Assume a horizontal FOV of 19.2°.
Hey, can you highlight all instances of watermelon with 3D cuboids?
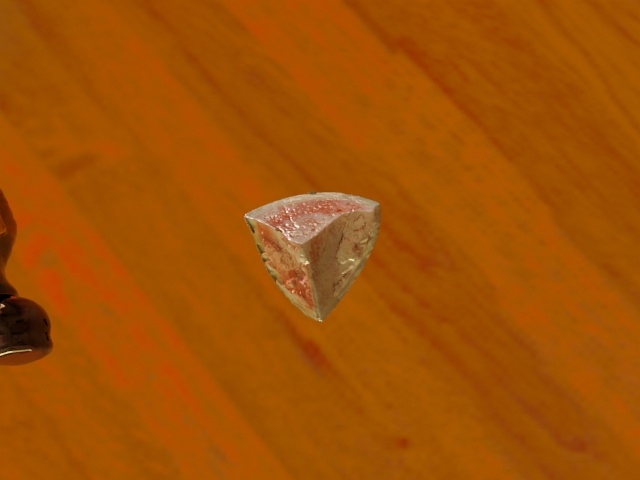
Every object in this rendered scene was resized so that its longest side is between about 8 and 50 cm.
[{"bbox_3d":[0.000,0.000,1.170,0.085,0.061,0.085,0,94,7],"label":"watermelon"}]

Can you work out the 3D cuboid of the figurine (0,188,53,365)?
[{"bbox_3d":[-0.260,-0.080,1.059,0.205,0.185,0.332,-6,85,38],"label":"figurine"}]
